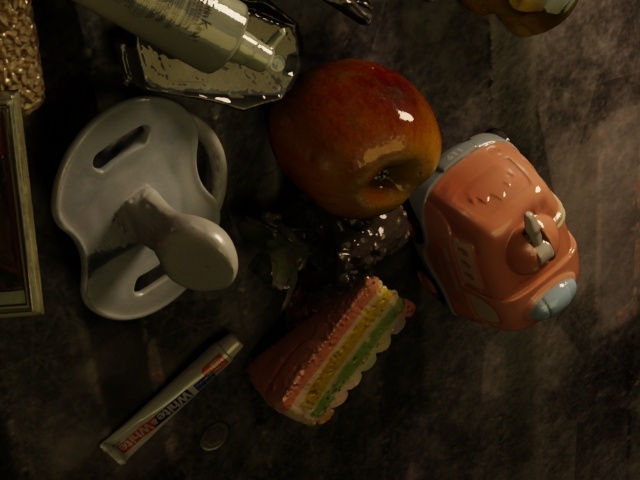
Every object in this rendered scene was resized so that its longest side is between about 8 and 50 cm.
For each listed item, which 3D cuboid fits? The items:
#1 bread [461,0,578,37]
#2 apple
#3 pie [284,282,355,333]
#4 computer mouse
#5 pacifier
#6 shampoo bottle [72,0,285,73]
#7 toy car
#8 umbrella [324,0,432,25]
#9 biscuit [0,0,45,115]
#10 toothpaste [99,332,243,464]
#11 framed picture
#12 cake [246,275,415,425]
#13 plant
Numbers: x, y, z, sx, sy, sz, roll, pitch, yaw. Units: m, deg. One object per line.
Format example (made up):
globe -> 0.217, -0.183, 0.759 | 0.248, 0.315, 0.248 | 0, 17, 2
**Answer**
bread -> 0.252, -0.334, 1.854 | 0.233, 0.088, 0.160 | 19, 103, -45
apple -> 0.043, -0.127, 1.772 | 0.195, 0.173, 0.160 | 0, 128, -37
pie -> 0.006, 0.060, 1.968 | 0.088, 0.033, 0.191 | 14, 114, -38
computer mouse -> -0.123, -0.212, 1.658 | 0.231, 0.071, 0.126 | 5, 102, -27
pacifier -> -0.161, -0.022, 1.658 | 0.227, 0.207, 0.279 | -34, 135, -23
shampoo bottle -> -0.160, -0.240, 1.545 | 0.262, 0.085, 0.085 | 27, 101, -27
toy car -> 0.234, 0.003, 1.978 | 0.180, 0.212, 0.270 | -36, 135, -13
umbrella -> -0.030, -0.304, 1.647 | 0.358, 0.113, 0.106 | -1, 122, -30
biscuit -> -0.313, -0.200, 1.507 | 0.070, 0.082, 0.168 | -18, 128, -26
toothpaste -> -0.184, 0.197, 1.918 | 0.218, 0.033, 0.052 | -42, 132, 0
framed picture -> -0.398, -0.025, 1.545 | 0.217, 0.016, 0.273 | -4, 124, -5
cake -> 0.021, 0.146, 1.944 | 0.225, 0.090, 0.109 | -39, 138, 21
plant -> 0.000, 0.000, 1.844 | 0.203, 0.131, 0.142 | -31, 91, -27
